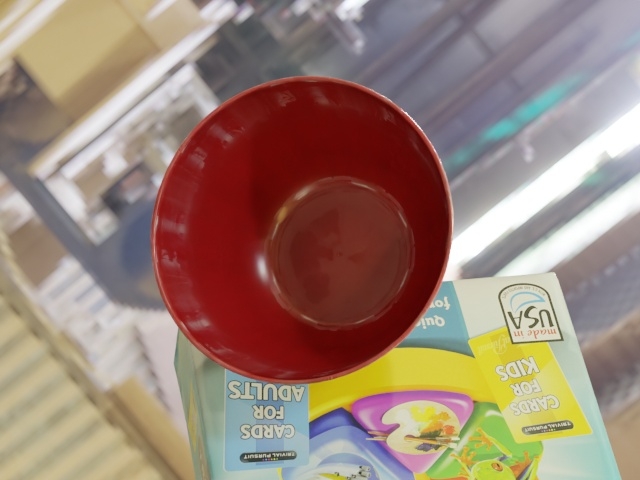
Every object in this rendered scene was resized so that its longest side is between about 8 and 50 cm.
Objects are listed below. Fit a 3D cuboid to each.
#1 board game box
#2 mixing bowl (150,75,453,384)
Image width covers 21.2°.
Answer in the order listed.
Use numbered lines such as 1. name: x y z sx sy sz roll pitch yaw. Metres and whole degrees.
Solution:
1. board game box: 0.060 0.183 1.044 0.253 0.336 0.079 -5 144 -12
2. mixing bowl: 0.000 0.000 1.028 0.181 0.181 0.098 -39 163 7
